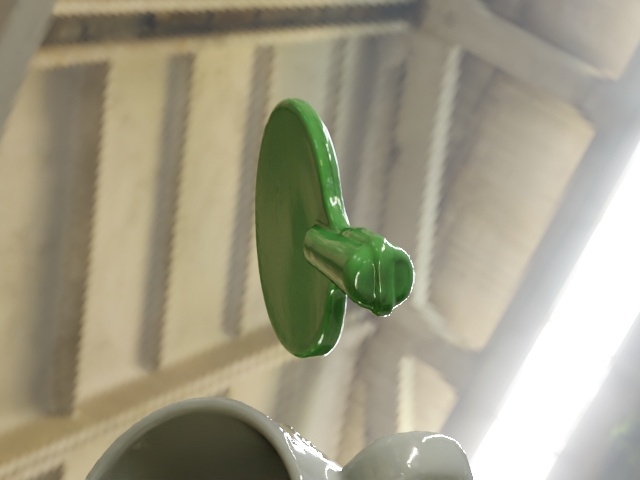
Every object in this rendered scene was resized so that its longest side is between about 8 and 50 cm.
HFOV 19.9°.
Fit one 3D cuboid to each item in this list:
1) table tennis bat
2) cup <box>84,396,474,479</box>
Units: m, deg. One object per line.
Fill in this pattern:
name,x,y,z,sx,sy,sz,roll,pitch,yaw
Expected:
table tennis bat,0.000,0.000,1.080,0.257,0.039,0.160,-148,56,-72
cup,-0.001,0.234,1.323,0.301,0.227,0.257,-34,-35,21
